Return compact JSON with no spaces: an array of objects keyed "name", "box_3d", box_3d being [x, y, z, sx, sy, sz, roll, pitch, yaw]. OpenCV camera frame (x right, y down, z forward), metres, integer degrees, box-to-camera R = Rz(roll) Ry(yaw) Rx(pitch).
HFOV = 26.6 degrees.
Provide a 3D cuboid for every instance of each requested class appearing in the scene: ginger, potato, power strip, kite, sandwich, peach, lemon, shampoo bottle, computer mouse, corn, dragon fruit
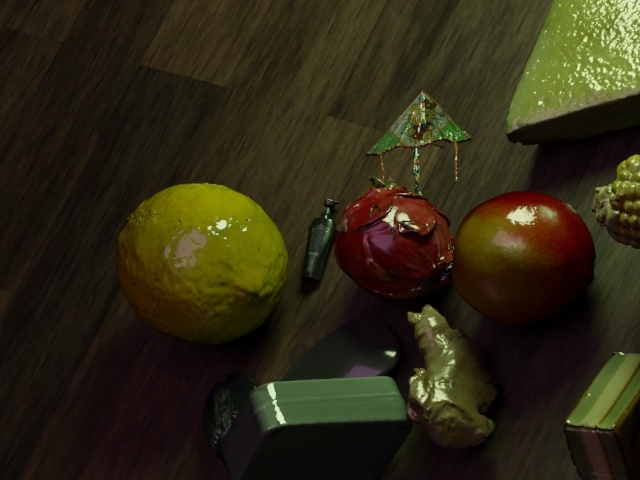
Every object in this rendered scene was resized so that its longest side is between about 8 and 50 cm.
[{"name":"ginger","box_3d":[0.182,0.186,1.861,0.213,0.137,0.074,-88,23,-47]},{"name":"potato","box_3d":[0.427,-0.229,1.909,0.255,0.112,0.269,15,79,36]},{"name":"power strip","box_3d":[-0.017,0.313,1.869,0.261,0.229,0.141,-61,38,41]},{"name":"kite","box_3d":[0.148,-0.130,2.121,0.198,0.006,0.244,-11,61,31]},{"name":"sandwich","box_3d":[0.390,0.235,1.747,0.079,0.113,0.163,2,33,37]},{"name":"peach","box_3d":[0.281,0.021,1.832,0.197,0.197,0.197,-17,58,28]},{"name":"lemon","box_3d":[-0.189,0.035,2.116,0.310,0.253,0.253,16,76,44]},{"name":"shampoo bottle","box_3d":[0.000,0.000,2.143,0.048,0.027,0.137,5,69,23]},{"name":"computer mouse","box_3d":[0.016,0.206,2.002,0.232,0.057,0.120,-41,49,10]},{"name":"corn","box_3d":[0.500,-0.041,1.655,0.347,0.130,0.130,4,69,29]},{"name":"dragon fruit","box_3d":[0.107,0.004,1.970,0.172,0.172,0.209,-46,47,6]},{"name":"computer mouse","box_3d":[-0.127,0.282,2.062,0.106,0.062,0.192,-37,52,14]}]
